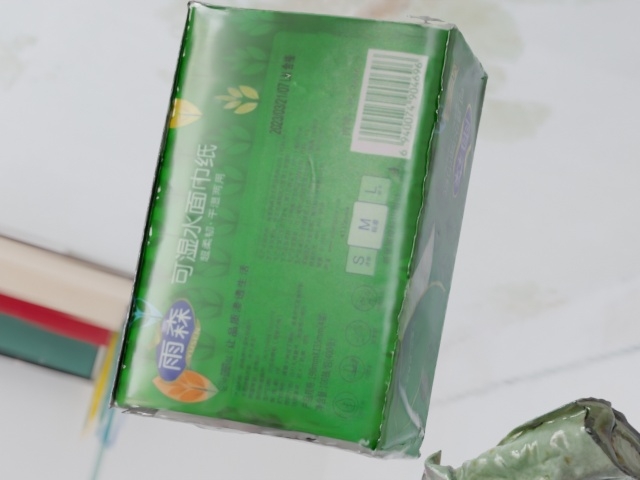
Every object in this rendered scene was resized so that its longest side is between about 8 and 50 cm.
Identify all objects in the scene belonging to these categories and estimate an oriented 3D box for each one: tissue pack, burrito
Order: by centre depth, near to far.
[{"bbox_3d":[-0.001,0.001,0.776,0.148,0.209,0.156,7,-7,16],"label":"tissue pack"},{"bbox_3d":[0.219,0.244,1.524,0.229,0.089,0.144,-29,-53,30],"label":"burrito"}]
